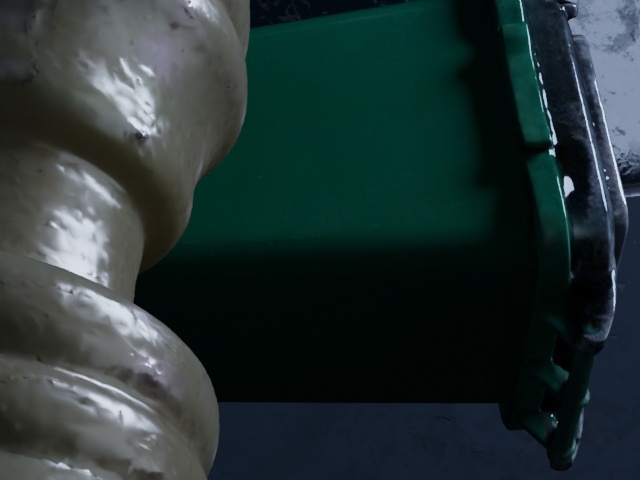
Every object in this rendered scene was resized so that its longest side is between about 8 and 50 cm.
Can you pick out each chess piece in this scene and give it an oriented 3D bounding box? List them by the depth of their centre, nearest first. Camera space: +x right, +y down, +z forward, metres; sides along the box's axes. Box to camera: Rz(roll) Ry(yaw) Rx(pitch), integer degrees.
[{"bbox_3d":[-0.074,0.043,0.416,0.139,0.124,0.307,75,8,-54],"label":"chess piece"}]

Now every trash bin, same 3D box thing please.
[{"bbox_3d":[0.000,0.000,1.218,0.259,0.381,0.295,88,-5,-57],"label":"trash bin"}]
